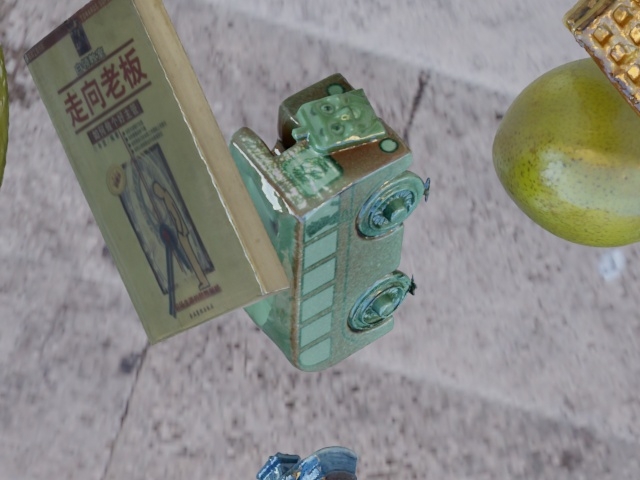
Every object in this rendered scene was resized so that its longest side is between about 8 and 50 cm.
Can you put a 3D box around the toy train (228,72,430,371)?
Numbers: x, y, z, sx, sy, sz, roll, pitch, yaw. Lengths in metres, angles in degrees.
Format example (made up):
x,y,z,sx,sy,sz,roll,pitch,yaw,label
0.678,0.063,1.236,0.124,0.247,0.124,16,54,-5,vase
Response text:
x,y,z,sx,sy,sz,roll,pitch,yaw,label
0.000,0.000,1.735,0.159,0.129,0.326,-27,150,-20,toy train

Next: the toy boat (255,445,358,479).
x,y,z,sx,sy,sz,roll,pitch,yaw,label
-0.023,0.185,1.351,0.060,0.061,0.137,9,138,-32,toy boat

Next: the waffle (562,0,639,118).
x,y,z,sx,sy,sz,roll,pitch,yaw,label
0.273,-0.155,1.520,0.102,0.042,0.148,-45,113,-1,waffle

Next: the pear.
x,y,z,sx,sy,sz,roll,pitch,yaw,label
0.263,-0.086,1.784,0.198,0.198,0.198,-1,113,-1,pear

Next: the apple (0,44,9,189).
x,y,z,sx,sy,sz,roll,pitch,yaw,label
-0.305,-0.038,0.941,0.295,0.233,0.258,-9,146,26,apple

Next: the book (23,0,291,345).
x,y,z,sx,sy,sz,roll,pitch,yaw,label
-0.116,-0.051,1.294,0.161,0.026,0.230,-25,90,52,book
